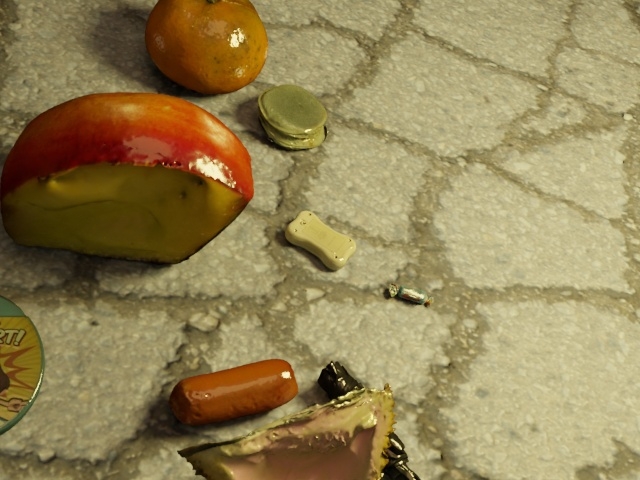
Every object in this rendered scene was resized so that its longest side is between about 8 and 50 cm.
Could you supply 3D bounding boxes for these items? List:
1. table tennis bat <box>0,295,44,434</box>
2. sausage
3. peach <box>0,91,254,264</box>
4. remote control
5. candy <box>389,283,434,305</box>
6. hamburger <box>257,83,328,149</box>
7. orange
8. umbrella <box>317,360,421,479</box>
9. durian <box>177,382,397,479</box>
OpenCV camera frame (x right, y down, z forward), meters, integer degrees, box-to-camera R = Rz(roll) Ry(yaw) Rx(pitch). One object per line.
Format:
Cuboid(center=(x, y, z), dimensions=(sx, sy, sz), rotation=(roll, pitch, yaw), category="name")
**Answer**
Cuboid(center=(-0.514, 0.144, 1.443), dimensions=(0.215, 0.044, 0.329), rotation=(0, 55, -17), category="table tennis bat")
Cuboid(center=(-0.129, 0.227, 1.479), dimensions=(0.197, 0.076, 0.076), rotation=(-10, 56, -23), category="sausage")
Cuboid(center=(-0.292, -0.113, 1.556), dimensions=(0.380, 0.306, 0.242), rotation=(9, 57, -5), category="peach")
Cuboid(center=(0.000, 0.000, 1.728), dimensions=(0.122, 0.032, 0.074), rotation=(34, 50, 10), category="remote control")
Cuboid(center=(0.157, 0.095, 1.712), dimensions=(0.083, 0.020, 0.030), rotation=(19, 50, -6), category="candy")
Cuboid(center=(-0.055, -0.234, 1.878), dimensions=(0.133, 0.062, 0.140), rotation=(-27, 63, -37), category="hamburger")
Cuboid(center=(-0.212, -0.390, 1.877), dimensions=(0.240, 0.171, 0.240), rotation=(10, 51, -13), category="orange")
Cuboid(center=(0.079, 0.287, 1.512), dimensions=(0.236, 0.059, 0.066), rotation=(52, 13, 19), category="umbrella")
Cuboid(center=(-0.029, 0.341, 1.381), dimensions=(0.305, 0.185, 0.196), rotation=(-15, 78, -23), category="durian")
